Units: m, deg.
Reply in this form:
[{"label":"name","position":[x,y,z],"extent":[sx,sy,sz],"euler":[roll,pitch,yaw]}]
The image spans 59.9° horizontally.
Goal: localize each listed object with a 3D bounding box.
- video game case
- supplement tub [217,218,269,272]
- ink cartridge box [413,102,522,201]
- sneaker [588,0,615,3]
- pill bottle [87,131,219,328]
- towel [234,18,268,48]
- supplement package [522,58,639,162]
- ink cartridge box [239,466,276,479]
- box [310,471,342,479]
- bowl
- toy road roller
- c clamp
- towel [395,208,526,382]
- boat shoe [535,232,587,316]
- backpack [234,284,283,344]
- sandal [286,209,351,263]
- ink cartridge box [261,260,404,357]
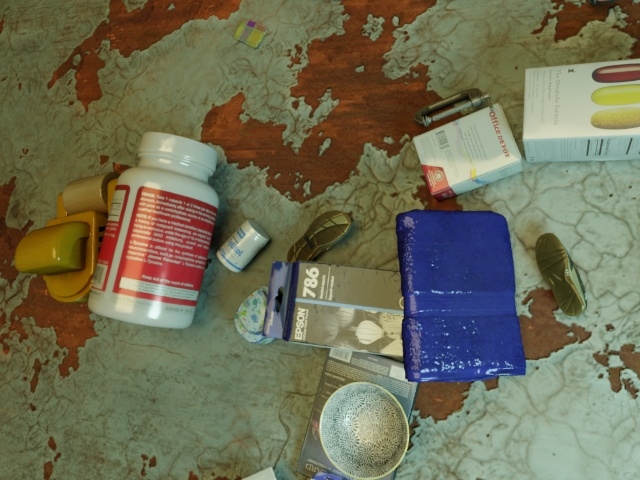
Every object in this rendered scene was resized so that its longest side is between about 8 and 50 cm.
[{"label":"video game case","position":[0.074,0.357,1.097],"extent":[0.196,0.026,0.274],"euler":[14,86,25]},{"label":"supplement tub","position":[-0.174,0.013,1.247],"extent":[0.107,0.071,0.071],"euler":[-47,66,9]},{"label":"ink cartridge box","position":[0.286,-0.167,1.079],"extent":[0.175,0.072,0.127],"euler":[-20,72,19]},{"label":"sneaker","position":[0.497,-0.563,1.049],"extent":[0.125,0.104,0.261],"euler":[-29,70,18]},{"label":"pill bottle","position":[-0.359,-0.021,1.247],"extent":[0.229,0.229,0.407],"euler":[9,84,25]},{"label":"towel","position":[-0.173,-0.515,1.383],"extent":[0.083,0.009,0.060],"euler":[30,93,26]},{"label":"supplement package","position":[0.487,-0.222,0.968],"extent":[0.244,0.134,0.139],"euler":[1,81,24]},{"label":"ink cartridge box","position":[-0.152,0.619,1.125],"extent":[0.275,0.060,0.238],"euler":[-30,69,16]},{"label":"box","position":[0.020,0.512,1.071],"extent":[0.081,0.028,0.136],"euler":[3,93,26]},{"label":"bowl","position":[0.091,0.347,1.033],"extent":[0.170,0.080,0.170],"euler":[-4,79,23]},{"label":"toy road roller","position":[-0.583,-0.015,1.336],"extent":[0.203,0.241,0.329],"euler":[-9,76,21]},{"label":"c clamp","position":[0.257,-0.263,1.095],"extent":[0.161,0.022,0.137],"euler":[-17,30,25]},{"label":"towel","position":[0.246,0.099,1.011],"extent":[0.228,0.076,0.308],"euler":[1,78,-14]},{"label":"boat shoe","position":[0.428,0.060,0.987],"extent":[0.056,0.049,0.152],"euler":[-24,75,37]},{"label":"backpack","position":[-0.128,0.163,1.190],"extent":[0.114,0.084,0.105],"euler":[-43,65,12]},{"label":"sandal","position":[0.000,0.000,1.190],"extent":[0.180,0.049,0.072],"euler":[-43,60,26]},{"label":"ink cartridge box","position":[0.047,0.131,1.087],"extent":[0.333,0.065,0.165],"euler":[5,82,10]}]
